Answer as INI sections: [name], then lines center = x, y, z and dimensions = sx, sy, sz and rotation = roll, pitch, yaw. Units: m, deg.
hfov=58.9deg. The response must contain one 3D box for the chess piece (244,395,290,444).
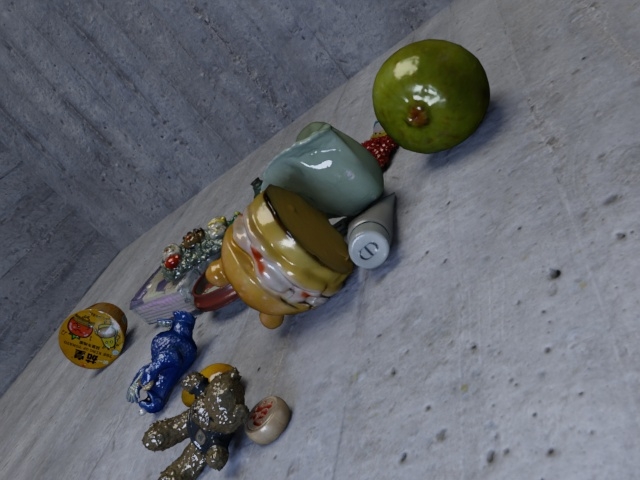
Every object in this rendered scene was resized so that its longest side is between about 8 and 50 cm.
[chess piece]
center = -0.090, 0.304, 0.961
dimensions = 0.083, 0.038, 0.084
rotation = -37, 19, 15

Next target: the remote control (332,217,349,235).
[remote control]
center = 0.000, 0.000, 1.432
dimensions = 0.166, 0.029, 0.065
rotation = -35, 20, 19

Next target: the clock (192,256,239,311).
[clock]
center = -0.220, 0.088, 1.588
dimensions = 0.318, 0.080, 0.318
rotation = -30, 19, 12

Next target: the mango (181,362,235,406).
[mango]
center = -0.235, 0.305, 1.177
dimensions = 0.190, 0.075, 0.098
rotation = -28, 8, 43

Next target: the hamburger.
[hamburger]
center = -0.087, 0.044, 1.185
dimensions = 0.237, 0.276, 0.276
rotation = -45, 18, 17

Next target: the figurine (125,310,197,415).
[figurine]
center = -0.376, 0.307, 1.398
dimensions = 0.164, 0.120, 0.262
rotation = -22, 44, 58

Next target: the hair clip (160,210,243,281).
[hair clip]
center = -0.345, 0.001, 1.680
dimensions = 0.321, 0.091, 0.138
rotation = -30, 33, 3

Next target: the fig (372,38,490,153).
[fig]
center = 0.273, -0.346, 1.325
dimensions = 0.258, 0.258, 0.326
rotation = -24, 10, 41

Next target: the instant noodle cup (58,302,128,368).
[instant noodle cup]
center = -0.781, 0.319, 1.991
dimensions = 0.215, 0.216, 0.172
rotation = -41, 12, 3

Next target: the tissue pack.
[tissue pack]
center = -0.444, 0.137, 1.837
dimensions = 0.343, 0.125, 0.242
rotation = -18, 29, 44

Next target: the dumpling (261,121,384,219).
[dumpling]
center = 0.020, -0.158, 1.334
dimensions = 0.269, 0.320, 0.212
rotation = -15, 42, 41

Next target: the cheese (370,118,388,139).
[cheese]
center = 0.242, -0.381, 1.711
dimensions = 0.250, 0.064, 0.157
rotation = -35, 22, 26

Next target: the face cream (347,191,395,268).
[face cream]
center = 0.110, -0.027, 1.231
dimensions = 0.143, 0.089, 0.314
rotation = -37, 9, 16

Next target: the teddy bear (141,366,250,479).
[teddy bear]
center = -0.207, 0.327, 1.011
dimensions = 0.251, 0.182, 0.129
rotation = -45, -25, 25

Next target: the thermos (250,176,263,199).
[thermos]
center = -0.137, -0.104, 1.665
dimensions = 0.083, 0.188, 0.073
rotation = -23, 26, 38

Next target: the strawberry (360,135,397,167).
[strawberry]
center = 0.128, -0.242, 1.609
dimensions = 0.167, 0.087, 0.208
rotation = -27, 23, 39
